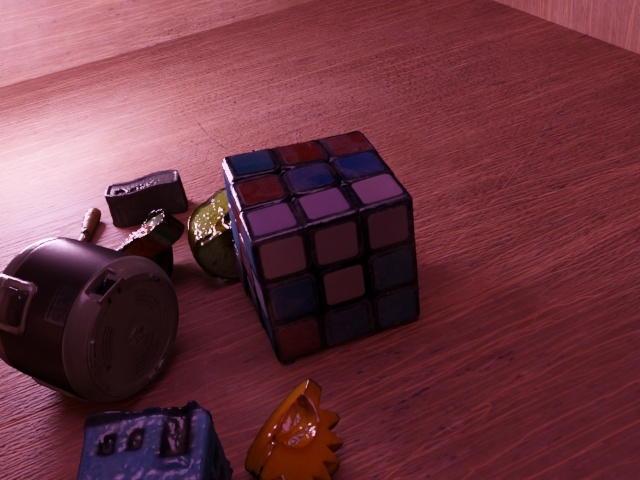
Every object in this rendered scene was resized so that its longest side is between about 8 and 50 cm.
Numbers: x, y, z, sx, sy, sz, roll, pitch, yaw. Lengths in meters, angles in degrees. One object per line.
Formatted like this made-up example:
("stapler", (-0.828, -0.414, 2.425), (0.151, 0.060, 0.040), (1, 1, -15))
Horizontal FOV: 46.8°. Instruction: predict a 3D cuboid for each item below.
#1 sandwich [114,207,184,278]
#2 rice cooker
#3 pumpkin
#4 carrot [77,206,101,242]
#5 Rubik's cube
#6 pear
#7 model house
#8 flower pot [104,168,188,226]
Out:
("sandwich", (-0.451, 0.062, 1.859), (0.301, 0.162, 0.250), (-45, 14, -18))
("rice cooker", (-0.511, 0.164, 1.575), (0.325, 0.335, 0.335), (13, 40, 28))
("pumpkin", (-0.051, 0.395, 1.347), (0.130, 0.149, 0.254), (39, 36, -7))
("carrot", (-0.672, -0.014, 2.111), (0.049, 0.049, 0.254), (-6, 39, 5))
("Rubik's cube", (0.000, 0.000, 1.651), (0.362, 0.363, 0.359), (-12, 38, -11))
("pear", (-0.239, -0.024, 1.923), (0.238, 0.164, 0.255), (-32, 34, -13))
("model house", (-0.280, 0.453, 1.207), (0.237, 0.215, 0.303), (-8, 40, 2))
("flower pot", (-0.510, -0.125, 2.171), (0.229, 0.108, 0.103), (-15, 34, -10))
